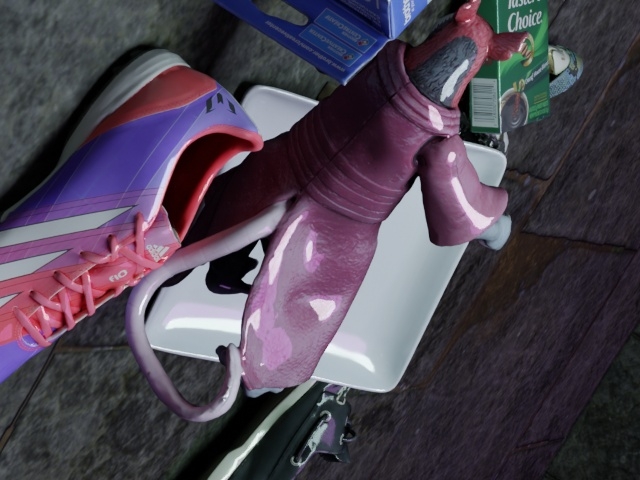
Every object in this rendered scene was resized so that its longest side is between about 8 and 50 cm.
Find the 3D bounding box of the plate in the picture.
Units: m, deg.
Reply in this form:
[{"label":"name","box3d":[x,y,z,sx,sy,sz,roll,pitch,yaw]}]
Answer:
[{"label":"plate","box3d":[0.000,0.000,1.558,0.278,0.045,0.277,13,114,-26]}]

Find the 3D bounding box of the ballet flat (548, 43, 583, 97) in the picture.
[{"label":"ballet flat","box3d":[0.243,-0.190,1.919,0.188,0.070,0.070,-40,153,-37]}]

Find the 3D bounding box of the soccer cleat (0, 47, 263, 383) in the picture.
[{"label":"soccer cleat","box3d":[-0.174,0.004,1.261,0.318,0.116,0.108,-53,158,-7]}]

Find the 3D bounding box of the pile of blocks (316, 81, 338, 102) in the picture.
[{"label":"pile of blocks","box3d":[0.010,0.017,1.665,0.149,0.112,0.362,-38,152,-37]}]

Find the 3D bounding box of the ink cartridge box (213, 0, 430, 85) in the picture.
[{"label":"ink cartridge box","box3d":[0.045,-0.274,1.227,0.311,0.186,0.065,-49,160,-15]}]

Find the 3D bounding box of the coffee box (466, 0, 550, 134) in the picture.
[{"label":"coffee box","box3d":[0.193,-0.208,1.718,0.113,0.040,0.184,-21,113,-52]}]

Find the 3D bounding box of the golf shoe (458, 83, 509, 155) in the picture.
[{"label":"golf shoe","box3d":[0.178,-0.153,1.806,0.094,0.077,0.198,-56,154,-15]}]

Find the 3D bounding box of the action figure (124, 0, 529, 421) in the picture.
[{"label":"action figure","box3d":[0.008,-0.067,1.316,0.276,0.248,0.370,-16,153,-53]}]

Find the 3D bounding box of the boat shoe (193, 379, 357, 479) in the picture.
[{"label":"boat shoe","box3d":[-0.021,0.220,1.835,0.340,0.113,0.127,-48,-175,-16]}]
